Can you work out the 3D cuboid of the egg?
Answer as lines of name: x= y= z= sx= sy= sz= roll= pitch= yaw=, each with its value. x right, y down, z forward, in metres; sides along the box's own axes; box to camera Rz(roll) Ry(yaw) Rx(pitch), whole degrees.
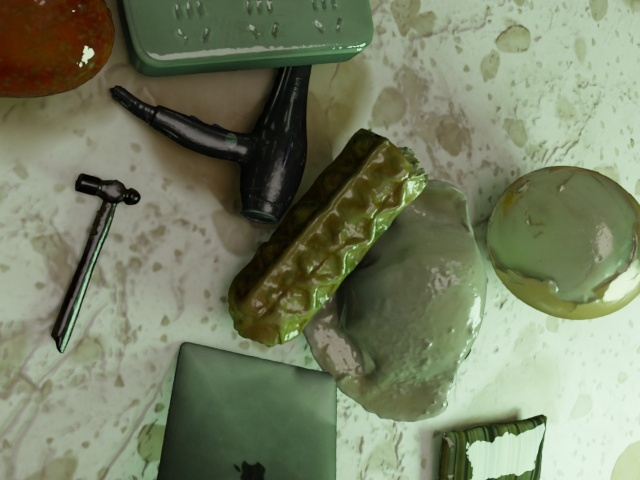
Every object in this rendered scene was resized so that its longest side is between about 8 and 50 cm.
egg: x=0.344 y=0.009 z=0.956 sx=0.244 sy=0.201 sz=0.201 roll=25 pitch=79 yaw=-43

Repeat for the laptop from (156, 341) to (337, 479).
laptop: x=-0.071 y=0.238 z=0.709 sx=0.187 sy=0.015 sz=0.269 roll=16 pitch=50 yaw=-18

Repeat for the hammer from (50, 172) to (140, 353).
hammer: x=-0.235 y=0.022 z=0.696 sx=0.065 sy=0.021 sz=0.178 roll=22 pitch=84 yaw=-31

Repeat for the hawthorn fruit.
hawthorn fruit: x=-0.281 y=-0.189 z=0.586 sx=0.203 sy=0.162 sz=0.163 roll=-19 pitch=103 yaw=-14

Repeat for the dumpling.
dumpling: x=0.083 y=0.068 z=0.825 sx=0.226 sy=0.175 sz=0.243 roll=5 pitch=62 yaw=-5

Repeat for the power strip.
power strip: x=-0.081 y=-0.277 z=0.734 sx=0.264 sy=0.059 sz=0.194 roll=-12 pitch=89 yaw=-24

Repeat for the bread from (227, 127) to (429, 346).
bread: x=0.001 y=0.001 z=0.764 sx=0.098 sy=0.087 sz=0.269 roll=40 pitch=90 yaw=4

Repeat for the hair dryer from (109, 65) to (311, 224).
hair dryer: x=-0.111 y=-0.134 z=0.747 sx=0.219 sy=0.075 sz=0.196 roll=18 pitch=73 yaw=-24

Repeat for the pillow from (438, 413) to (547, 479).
pillow: x=0.244 y=0.312 z=1.001 sx=0.203 sy=0.038 sz=0.113 roll=2 pitch=95 yaw=-32
